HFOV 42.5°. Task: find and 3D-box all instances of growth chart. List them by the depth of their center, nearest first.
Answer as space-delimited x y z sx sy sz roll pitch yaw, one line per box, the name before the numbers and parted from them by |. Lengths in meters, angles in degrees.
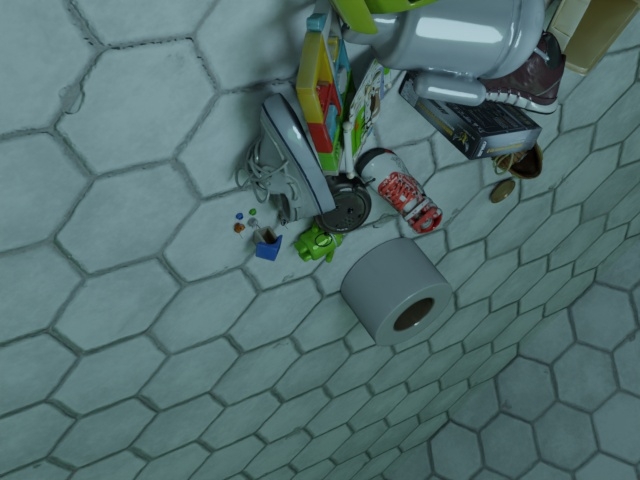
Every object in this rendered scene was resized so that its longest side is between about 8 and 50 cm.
growth chart | 0.087 -0.245 1.519 0.172 0.021 0.237 73 37 -62

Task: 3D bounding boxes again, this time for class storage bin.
storage bin | 0.556 -0.490 1.565 0.260 0.123 0.262 -49 167 -23

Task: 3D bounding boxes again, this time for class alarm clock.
alarm clock | 0.036 -0.059 1.756 0.129 0.064 0.192 10 124 -24

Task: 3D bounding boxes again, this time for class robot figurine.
robot figurine | 0.214 -0.372 1.346 0.353 0.300 0.200 3 179 -17
robot figurine | 0.000 0.000 1.842 0.115 0.067 0.101 -31 119 -10

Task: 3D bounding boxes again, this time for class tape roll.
tape roll | 0.198 0.134 2.143 0.246 0.169 0.246 -26 150 -17

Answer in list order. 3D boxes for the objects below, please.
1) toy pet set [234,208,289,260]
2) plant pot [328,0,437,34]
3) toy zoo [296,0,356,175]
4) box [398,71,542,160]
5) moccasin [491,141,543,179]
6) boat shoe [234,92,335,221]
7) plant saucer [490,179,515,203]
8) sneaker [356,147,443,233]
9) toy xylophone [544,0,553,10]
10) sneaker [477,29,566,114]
toy pet set | -0.112 -0.012 1.707 0.122 0.065 0.114 -20 146 -27
plant pot | 0.065 -0.439 1.137 0.207 0.228 0.227 -34 151 6
toy zoo | 0.010 -0.267 1.379 0.030 0.192 0.293 5 154 14
box | 0.294 -0.257 1.626 0.183 0.231 0.056 -13 140 -37
moccasin | 0.426 -0.228 1.891 0.139 0.147 0.380 -41 151 7
boat shoe | -0.084 -0.131 1.527 0.156 0.136 0.367 -25 157 1
plant saucer | 0.490 -0.136 2.228 0.083 0.015 0.083 -27 149 -18
sneaker | 0.186 -0.102 1.818 0.090 0.145 0.270 -42 150 9
toy xylophone | 0.366 -0.485 1.527 0.236 0.081 0.323 8 128 -52
sneaker | 0.345 -0.344 1.560 0.281 0.106 0.163 7 111 -24
